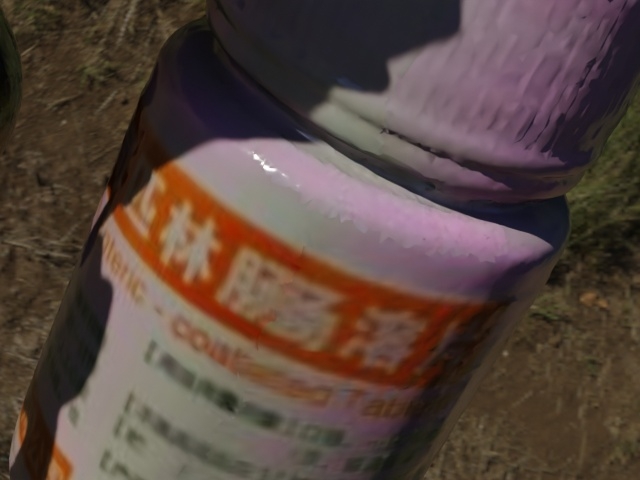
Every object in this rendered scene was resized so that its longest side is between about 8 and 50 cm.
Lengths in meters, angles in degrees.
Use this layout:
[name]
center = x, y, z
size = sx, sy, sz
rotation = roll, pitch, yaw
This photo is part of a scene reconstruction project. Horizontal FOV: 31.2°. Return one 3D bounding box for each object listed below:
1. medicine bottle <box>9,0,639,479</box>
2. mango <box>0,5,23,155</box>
[medicine bottle]
center = 0.000, 0.000, 0.577
size = 0.219, 0.219, 0.388
rotation = 11, 121, -30
[mango]
center = -0.363, -0.149, 0.998
size = 0.199, 0.384, 0.221
rotation = -24, 111, -1
